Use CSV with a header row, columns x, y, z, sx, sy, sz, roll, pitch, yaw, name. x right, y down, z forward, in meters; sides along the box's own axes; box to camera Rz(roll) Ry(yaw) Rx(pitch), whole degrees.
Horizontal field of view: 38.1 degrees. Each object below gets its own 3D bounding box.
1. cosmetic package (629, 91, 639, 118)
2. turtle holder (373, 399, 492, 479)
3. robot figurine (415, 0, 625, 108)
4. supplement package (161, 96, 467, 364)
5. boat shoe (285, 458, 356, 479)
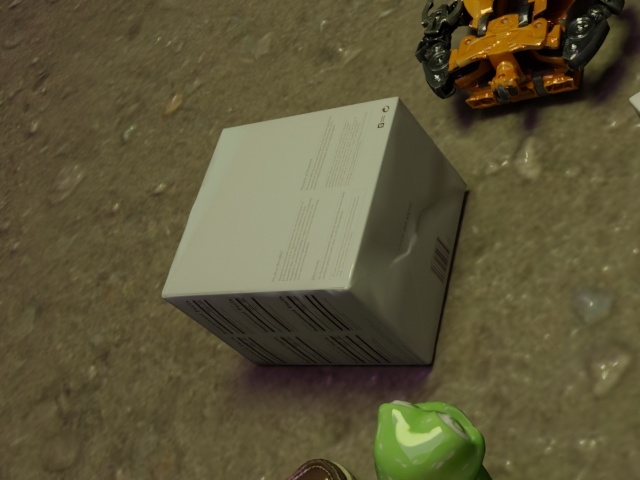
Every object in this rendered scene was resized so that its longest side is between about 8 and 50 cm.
x,y,z,sx,sy,sz,roll,pitch,yaw,name
0.328,-0.048,0.658,0.099,0.060,0.239,-36,42,15,cosmetic package
0.105,0.261,0.519,0.243,0.227,0.320,2,61,40,turtle holder
0.210,-0.249,0.934,0.211,0.085,0.291,-7,54,35,robot figurine
0.000,0.000,0.857,0.203,0.149,0.194,-5,56,35,supplement package
-0.063,0.281,0.730,0.095,0.095,0.257,20,72,45,boat shoe
